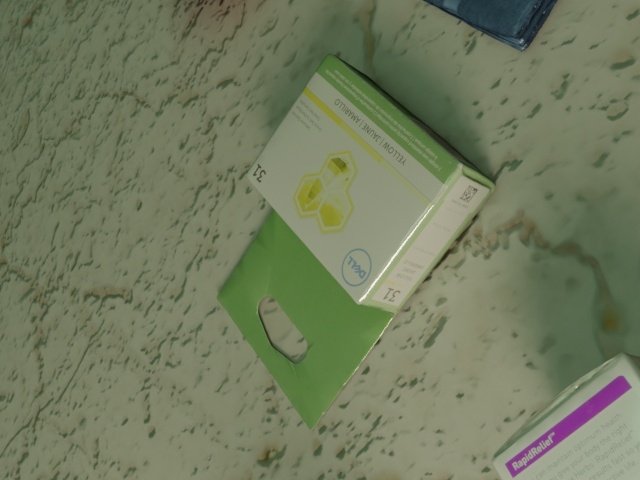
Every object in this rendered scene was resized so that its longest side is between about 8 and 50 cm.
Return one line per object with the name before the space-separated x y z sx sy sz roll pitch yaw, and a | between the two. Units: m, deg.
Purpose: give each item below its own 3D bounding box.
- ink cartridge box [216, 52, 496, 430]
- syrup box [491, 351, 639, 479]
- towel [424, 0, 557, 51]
ink cartridge box | 0.000 0.000 0.644 0.235 0.056 0.171 -54 49 15
syrup box | 0.190 0.173 0.385 0.096 0.093 0.236 -46 51 24
towel | 0.118 -0.186 0.603 0.119 0.029 0.067 44 108 42
